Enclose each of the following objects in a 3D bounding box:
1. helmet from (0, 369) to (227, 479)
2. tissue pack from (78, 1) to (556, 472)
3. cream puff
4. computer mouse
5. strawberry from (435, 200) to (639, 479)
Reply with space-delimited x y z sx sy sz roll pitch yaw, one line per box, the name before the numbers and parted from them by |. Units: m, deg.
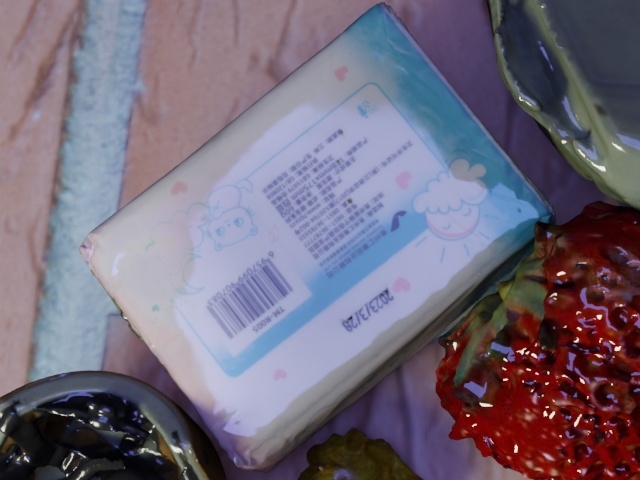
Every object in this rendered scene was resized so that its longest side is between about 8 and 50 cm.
helmet | -0.145 0.198 1.285 0.198 0.130 0.224 11 90 17
tissue pack | 0.001 0.002 1.303 0.271 0.124 0.201 -38 73 0
cream puff | 0.027 0.166 1.296 0.083 0.058 0.083 -16 74 5
computer mouse | 0.210 -0.184 1.297 0.228 0.145 0.429 -14 64 0
strawberry | 0.184 0.083 1.230 0.201 0.184 0.187 37 79 -5
